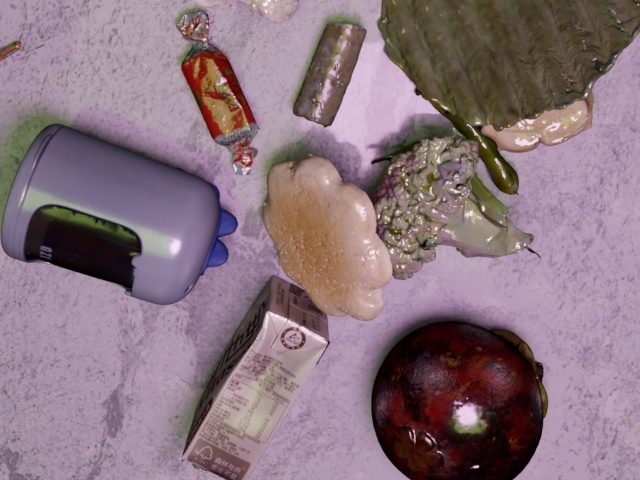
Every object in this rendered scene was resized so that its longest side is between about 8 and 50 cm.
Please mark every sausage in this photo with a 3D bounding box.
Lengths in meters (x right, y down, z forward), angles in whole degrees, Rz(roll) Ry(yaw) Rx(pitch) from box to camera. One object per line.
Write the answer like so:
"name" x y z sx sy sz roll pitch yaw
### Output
"sausage" -0.553 -0.313 1.511 0.100 0.015 0.015 -29 103 8

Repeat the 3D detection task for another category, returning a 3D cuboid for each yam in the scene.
"yam" 0.015 -0.282 1.487 0.078 0.078 0.179 19 105 -5

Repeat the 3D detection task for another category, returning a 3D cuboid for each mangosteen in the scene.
"mangosteen" 0.255 0.280 1.562 0.306 0.359 0.306 16 120 30

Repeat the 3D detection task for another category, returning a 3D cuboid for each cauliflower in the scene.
"cauliflower" 0.216 -0.042 1.455 0.315 0.239 0.257 29 110 20

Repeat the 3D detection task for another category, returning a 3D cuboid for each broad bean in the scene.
"broad bean" 0.264 -0.178 1.526 0.052 0.052 0.256 -39 100 24

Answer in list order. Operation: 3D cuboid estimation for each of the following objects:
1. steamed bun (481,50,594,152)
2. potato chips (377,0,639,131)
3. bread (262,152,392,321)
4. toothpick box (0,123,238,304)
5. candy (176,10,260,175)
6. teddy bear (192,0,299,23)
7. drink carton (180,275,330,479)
"steamed bun" 0.355 -0.236 1.484 0.192 0.106 0.178 -28 87 17
"potato chips" 0.303 -0.361 1.397 0.373 0.097 0.389 -48 68 9
"bread" 0.000 0.000 1.473 0.054 0.316 0.316 -30 107 -33
"toothpick box" -0.319 -0.040 1.483 0.354 0.263 0.263 20 104 -6
"candy" -0.172 -0.247 1.505 0.086 0.059 0.292 -22 103 7
"teddy bear" -0.132 -0.581 1.290 0.327 0.375 0.362 -1 133 -42
"drink carton" -0.114 0.248 1.571 0.132 0.194 0.325 28 103 -9
